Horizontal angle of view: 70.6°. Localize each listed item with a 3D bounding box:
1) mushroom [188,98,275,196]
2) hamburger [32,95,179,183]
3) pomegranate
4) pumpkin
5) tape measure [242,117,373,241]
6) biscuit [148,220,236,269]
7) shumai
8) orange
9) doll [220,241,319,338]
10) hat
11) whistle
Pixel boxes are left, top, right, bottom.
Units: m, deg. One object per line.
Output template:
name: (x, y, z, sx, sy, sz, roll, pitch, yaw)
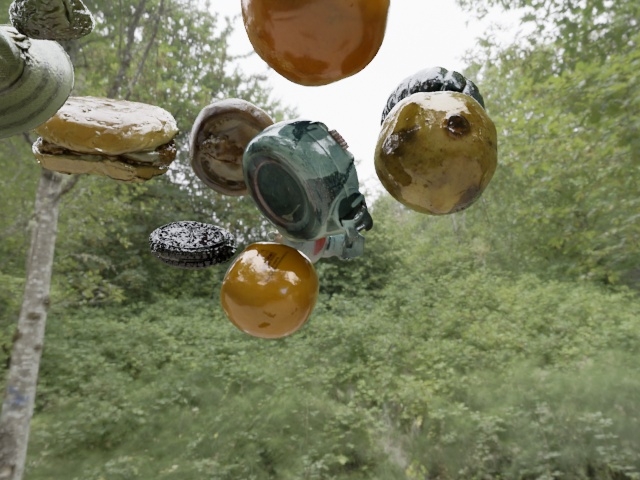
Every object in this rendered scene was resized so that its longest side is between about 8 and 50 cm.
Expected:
mushroom: (-0.222, -0.241, 1.180, 0.253, 0.153, 0.253, -7, -62, -13)
hamburger: (-0.457, -0.228, 0.985, 0.283, 0.259, 0.144, 8, -66, -17)
pomegranate: (0.254, -0.188, 1.008, 0.281, 0.281, 0.281, -6, -22, -2)
pumpkin: (0.385, -0.408, 1.565, 0.364, 0.266, 0.363, 16, -44, 16)
tape measure: (-0.037, -0.121, 0.967, 0.147, 0.275, 0.256, -38, 17, -35)
biscuit: (-0.285, 0.008, 1.016, 0.195, 0.194, 0.053, 0, -67, -16)
shumai: (-0.422, -0.367, 0.694, 0.124, 0.098, 0.087, 3, -36, -6)
orange: (-0.012, -0.469, 0.915, 0.312, 0.312, 0.312, -6, -22, -2)
doll: (-0.103, 0.127, 0.969, 0.214, 0.213, 0.236, -5, -47, -6)
hat: (-0.546, -0.292, 0.720, 0.252, 0.251, 0.110, -2, -22, -11)
whistle: (0.000, 0.000, 1.441, 0.348, 0.189, 0.189, 5, -25, -24)
